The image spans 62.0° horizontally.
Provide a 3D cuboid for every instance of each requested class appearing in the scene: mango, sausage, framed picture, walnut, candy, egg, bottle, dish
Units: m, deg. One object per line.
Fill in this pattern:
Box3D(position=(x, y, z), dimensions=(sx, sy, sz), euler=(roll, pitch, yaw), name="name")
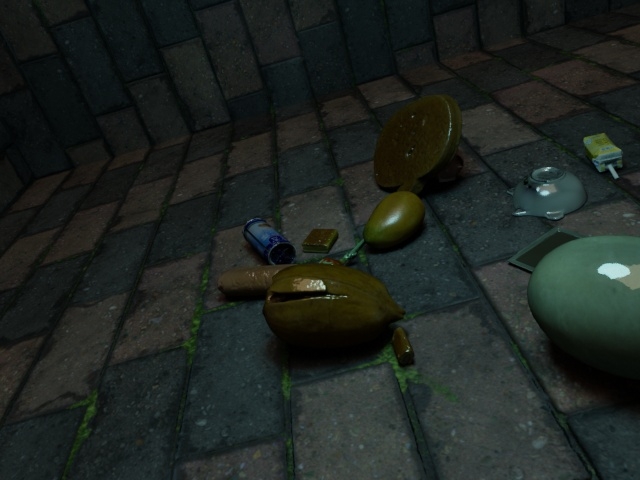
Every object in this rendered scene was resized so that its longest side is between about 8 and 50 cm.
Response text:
Box3D(position=(0.221, -0.059, 1.577), dimensions=(0.152, 0.120, 0.221), euler=(6, 44, 41), name="mango")
Box3D(position=(-0.160, 0.113, 1.516), dimensions=(0.289, 0.086, 0.086), euler=(-6, 31, 21), name="sausage")
Box3D(position=(0.618, 0.049, 1.290), dimensions=(0.197, 0.014, 0.252), euler=(-30, 32, -20), name="framed picture")
Box3D(position=(0.030, 0.155, 1.248), dimensions=(0.337, 0.208, 0.209), euler=(5, 34, 12), name="walnut")
Box3D(position=(0.076, 0.052, 1.534), dimensions=(0.078, 0.084, 0.288), euler=(6, 27, 30), name="candy")
Box3D(position=(0.557, 0.118, 0.967), dimensions=(0.259, 0.258, 0.352), euler=(-36, 37, -29), name="egg")
Box3D(position=(0.409, -0.291, 1.838), dimensions=(0.148, 0.147, 0.236), euler=(-19, 31, -4), name="bottle")
Box3D(position=(0.647, -0.153, 1.542), dimensions=(0.228, 0.086, 0.236), euler=(-19, 29, -3), name="dish")

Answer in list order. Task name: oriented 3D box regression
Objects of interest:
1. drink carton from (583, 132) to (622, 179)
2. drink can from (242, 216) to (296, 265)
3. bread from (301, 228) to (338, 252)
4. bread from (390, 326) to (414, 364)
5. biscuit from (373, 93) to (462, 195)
Box3D(position=(0.864, -0.257, 1.618), dimensions=(0.084, 0.074, 0.200), euler=(-10, 29, 13), name="drink carton")
Box3D(position=(-0.165, 0.007, 1.689), dimensions=(0.097, 0.097, 0.235), euler=(-27, 30, -16), name="drink can")
Box3D(position=(0.000, 0.000, 1.673), dimensions=(0.090, 0.035, 0.094), euler=(0, 34, 28), name="bread")
Box3D(position=(0.182, 0.234, 1.179), dimensions=(0.036, 0.046, 0.083), euler=(10, 29, -14), name="bread")
Box3D(position=(0.320, -0.304, 1.793), dimensions=(0.070, 0.350, 0.394), euler=(12, -8, -30), name="biscuit")
